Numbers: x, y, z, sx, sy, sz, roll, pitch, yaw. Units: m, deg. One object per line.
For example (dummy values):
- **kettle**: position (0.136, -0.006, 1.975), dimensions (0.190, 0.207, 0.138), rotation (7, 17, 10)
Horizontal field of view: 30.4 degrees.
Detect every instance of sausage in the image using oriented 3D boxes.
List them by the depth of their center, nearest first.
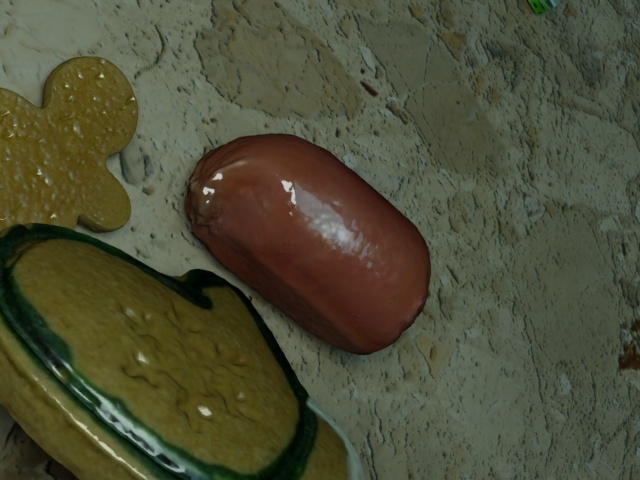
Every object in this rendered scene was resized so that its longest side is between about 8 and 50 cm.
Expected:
- **sausage**: position (0.000, 0.000, 1.054), dimensions (0.254, 0.148, 0.148), rotation (45, 56, -22)

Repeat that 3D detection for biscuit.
- **biscuit**: position (-0.099, 0.102, 0.876), dimensions (0.344, 0.057, 0.287), rotation (40, 23, -2)
- **biscuit**: position (-0.227, -0.051, 0.946), dimensions (0.158, 0.035, 0.240), rotation (46, 56, -26)

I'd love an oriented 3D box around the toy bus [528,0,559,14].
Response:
- **toy bus**: position (0.280, -0.307, 1.417), dimensions (0.031, 0.037, 0.083), rotation (53, 53, -19)
